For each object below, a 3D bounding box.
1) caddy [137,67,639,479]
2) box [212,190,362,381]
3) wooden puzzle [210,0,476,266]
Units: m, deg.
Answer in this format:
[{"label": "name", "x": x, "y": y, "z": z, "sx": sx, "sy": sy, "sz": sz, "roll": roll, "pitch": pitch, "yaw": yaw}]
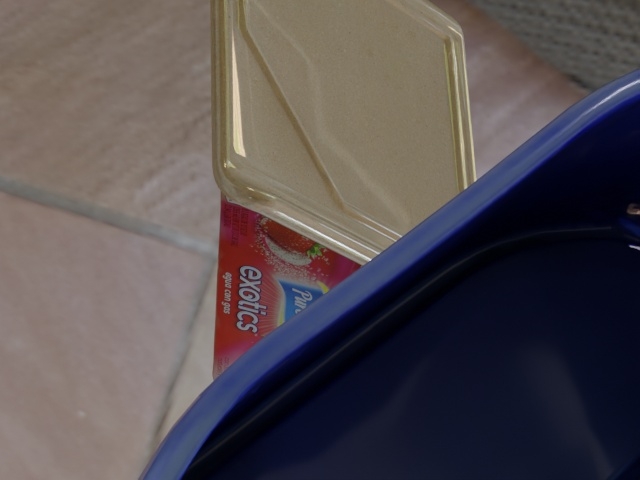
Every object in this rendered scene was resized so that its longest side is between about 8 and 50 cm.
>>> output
[{"label": "caddy", "x": 0.087, "y": 0.099, "z": 0.499, "sx": 0.341, "sy": 0.179, "sz": 0.241, "roll": -37, "pitch": 88, "yaw": -24}, {"label": "box", "x": 0.000, "y": 0.000, "z": 1.324, "sx": 0.257, "sy": 0.122, "sz": 0.128, "roll": 97, "pitch": 9, "yaw": -54}, {"label": "wooden puzzle", "x": 0.011, "y": -0.078, "z": 1.058, "sx": 0.221, "sy": 0.044, "sz": 0.239, "roll": 27, "pitch": 45, "yaw": -42}]
